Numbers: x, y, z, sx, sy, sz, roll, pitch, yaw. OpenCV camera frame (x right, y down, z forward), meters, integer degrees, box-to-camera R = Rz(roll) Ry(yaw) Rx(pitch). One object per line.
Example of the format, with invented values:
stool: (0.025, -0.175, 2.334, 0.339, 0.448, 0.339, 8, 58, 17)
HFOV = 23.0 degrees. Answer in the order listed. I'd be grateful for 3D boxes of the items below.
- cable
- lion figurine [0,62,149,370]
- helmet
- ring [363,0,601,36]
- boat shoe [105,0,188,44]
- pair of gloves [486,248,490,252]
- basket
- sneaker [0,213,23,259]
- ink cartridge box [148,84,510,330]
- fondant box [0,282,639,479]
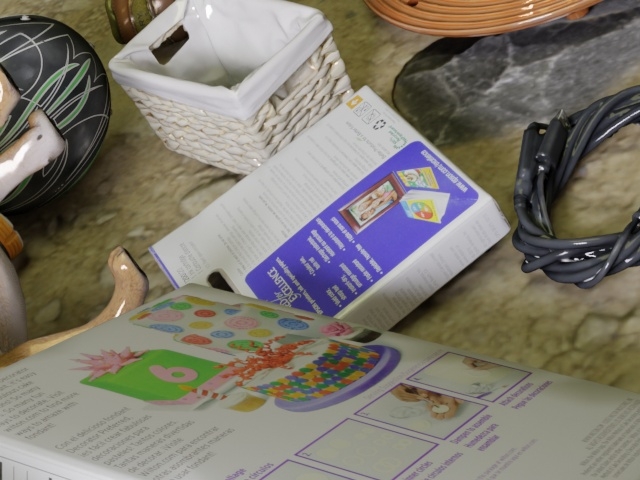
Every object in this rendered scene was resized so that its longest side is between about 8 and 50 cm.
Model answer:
cable: (0.200, -0.033, 1.039, 0.151, 0.047, 0.184, -6, 39, 19)
lion figurine: (-0.244, 0.043, 1.056, 0.240, 0.142, 0.392, -37, 66, -1)
helmet: (-0.257, -0.102, 1.296, 0.162, 0.169, 0.169, -11, 36, 46)
ring: (0.189, -0.274, 1.333, 0.337, 0.032, 0.336, -19, 38, 15)
boat shoe: (-0.162, -0.297, 1.513, 0.105, 0.110, 0.307, -19, 37, 9)
pair of gloves: (0.085, -0.007, 1.098, 0.074, 0.010, 0.083, -24, 37, 4)
basket: (-0.066, -0.123, 1.252, 0.167, 0.103, 0.113, 18, 56, 45)
sneaker: (-0.349, 0.017, 1.277, 0.215, 0.084, 0.083, -3, 48, 28)
ink cartridge box: (0.000, 0.000, 1.106, 0.208, 0.045, 0.206, -36, 36, -3)
fondant box: (-0.003, 0.126, 0.795, 0.330, 0.096, 0.238, 14, 21, 28)
